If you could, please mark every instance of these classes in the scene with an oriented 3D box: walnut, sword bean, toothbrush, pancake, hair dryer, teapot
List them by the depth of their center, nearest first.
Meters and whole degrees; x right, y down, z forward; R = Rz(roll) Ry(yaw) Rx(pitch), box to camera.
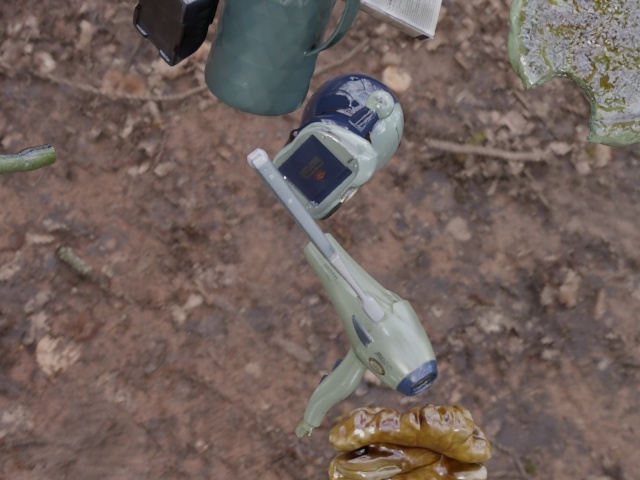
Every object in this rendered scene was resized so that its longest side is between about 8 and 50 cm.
[{"bbox_3d":[0.093,0.217,1.096,0.170,0.143,0.069,3,38,-1],"label":"walnut"},{"bbox_3d":[0.329,-0.234,1.162,0.254,0.037,0.253,0,85,-5],"label":"pancake"},{"bbox_3d":[-0.167,-0.300,1.307,0.096,0.177,0.087,-33,73,-31],"label":"teapot"},{"bbox_3d":[0.001,0.001,1.341,0.342,0.025,0.030,52,-2,-41],"label":"toothbrush"},{"bbox_3d":[0.025,0.139,1.676,0.119,0.298,0.295,2,65,-53],"label":"hair dryer"},{"bbox_3d":[-0.543,-0.124,1.690,0.043,0.038,0.269,39,32,27],"label":"sword bean"}]

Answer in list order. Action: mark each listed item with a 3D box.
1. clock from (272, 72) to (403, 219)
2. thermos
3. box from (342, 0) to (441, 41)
[{"bbox_3d":[0.033,-0.142,1.454,0.146,0.199,0.243,39,32,-5],"label":"clock"},{"bbox_3d":[-0.042,-0.298,1.331,0.182,0.286,0.145,41,44,20],"label":"thermos"},{"bbox_3d":[0.086,-0.413,1.606,0.247,0.033,0.129,21,77,-29],"label":"box"}]
